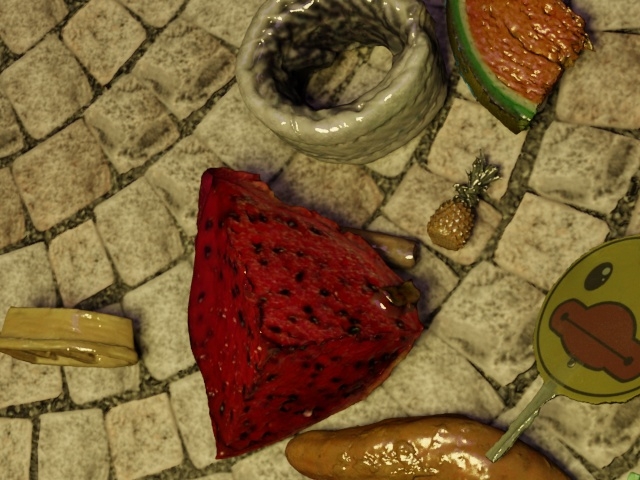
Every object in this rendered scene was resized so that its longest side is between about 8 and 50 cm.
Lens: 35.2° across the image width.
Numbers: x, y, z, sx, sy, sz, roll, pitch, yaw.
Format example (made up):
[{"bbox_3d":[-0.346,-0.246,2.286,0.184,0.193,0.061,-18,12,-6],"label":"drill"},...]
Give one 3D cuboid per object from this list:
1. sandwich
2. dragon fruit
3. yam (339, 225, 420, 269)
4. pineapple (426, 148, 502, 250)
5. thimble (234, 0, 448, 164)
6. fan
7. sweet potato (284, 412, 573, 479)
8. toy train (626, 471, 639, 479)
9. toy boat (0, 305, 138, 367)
[{"bbox_3d":[0.230,-0.254,1.258,0.159,0.079,0.235,-34,73,-3],"label":"sandwich"},{"bbox_3d":[-0.051,0.051,1.184,0.302,0.240,0.330,-23,78,-2],"label":"dragon fruit"},{"bbox_3d":[0.000,0.000,1.282,0.264,0.046,0.046,10,81,19],"label":"yam"},{"bbox_3d":[0.178,-0.049,1.242,0.058,0.058,0.124,26,72,21],"label":"pineapple"},{"bbox_3d":[0.032,-0.212,1.264,0.245,0.157,0.217,-15,76,15],"label":"thimble"},{"bbox_3d":[0.293,0.111,1.083,0.335,0.011,0.229,-49,28,0],"label":"fan"},{"bbox_3d":[0.121,0.245,1.161,0.354,0.106,0.095,3,45,17],"label":"sweet potato"},{"bbox_3d":[0.390,0.236,1.030,0.132,0.188,0.243,25,86,22],"label":"toy train"},{"bbox_3d":[-0.319,0.127,1.317,0.188,0.116,0.061,1,71,19],"label":"toy boat"}]
